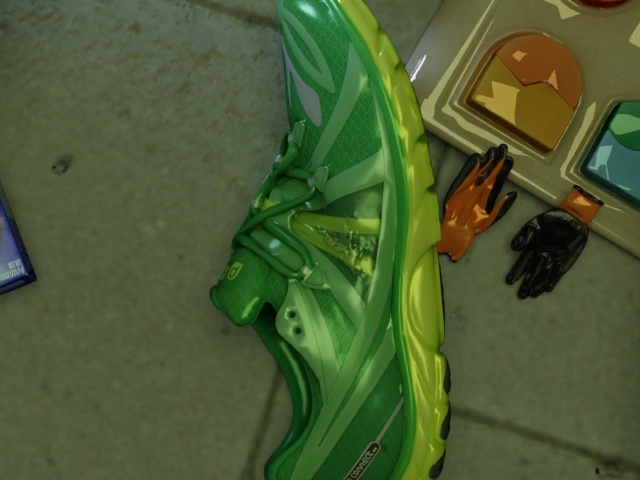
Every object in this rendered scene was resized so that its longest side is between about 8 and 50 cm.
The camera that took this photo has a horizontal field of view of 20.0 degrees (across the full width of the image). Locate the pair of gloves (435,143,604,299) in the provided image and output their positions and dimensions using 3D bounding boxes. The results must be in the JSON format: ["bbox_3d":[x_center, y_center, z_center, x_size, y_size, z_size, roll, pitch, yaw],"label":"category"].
[{"bbox_3d":[0.109,-0.010,1.025,0.083,0.010,0.074,28,108,-3],"label":"pair of gloves"}]

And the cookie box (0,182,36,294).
[{"bbox_3d":[-0.219,-0.012,0.999,0.092,0.040,0.107,-22,85,-5],"label":"cookie box"}]

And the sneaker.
[{"bbox_3d":[0.000,0.000,0.975,0.123,0.109,0.295,-5,87,-6],"label":"sneaker"}]

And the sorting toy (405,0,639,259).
[{"bbox_3d":[0.173,-0.107,1.038,0.208,0.038,0.193,30,83,0],"label":"sorting toy"}]
